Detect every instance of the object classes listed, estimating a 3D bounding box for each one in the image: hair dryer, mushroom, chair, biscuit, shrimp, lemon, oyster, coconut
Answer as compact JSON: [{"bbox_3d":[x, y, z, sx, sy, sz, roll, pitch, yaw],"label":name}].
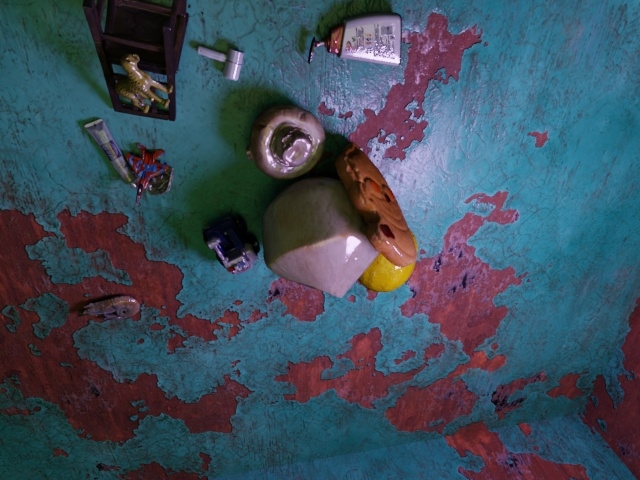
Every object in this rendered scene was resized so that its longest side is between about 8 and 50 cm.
[{"bbox_3d":[-0.298,-0.528,1.222,0.137,0.047,0.082,15,118,-15],"label":"hair dryer"},{"bbox_3d":[-0.110,-0.301,1.326,0.255,0.184,0.254,-15,133,-17],"label":"mushroom"},{"bbox_3d":[-0.462,-0.535,1.111,0.203,0.416,0.240,6,75,-17],"label":"chair"},{"bbox_3d":[0.188,-0.124,1.366,0.078,0.455,0.350,-30,162,20],"label":"biscuit"},{"bbox_3d":[-0.802,0.269,1.599,0.224,0.047,0.126,-12,133,-7],"label":"shrimp"},{"bbox_3d":[0.241,0.053,1.587,0.245,0.245,0.319,10,110,-19],"label":"lemon"},{"bbox_3d":[-0.530,-0.195,1.385,0.100,0.037,0.098,6,102,8],"label":"oyster"},{"bbox_3d":[0.000,0.000,1.394,0.415,0.415,0.344,-23,156,2],"label":"coconut"}]

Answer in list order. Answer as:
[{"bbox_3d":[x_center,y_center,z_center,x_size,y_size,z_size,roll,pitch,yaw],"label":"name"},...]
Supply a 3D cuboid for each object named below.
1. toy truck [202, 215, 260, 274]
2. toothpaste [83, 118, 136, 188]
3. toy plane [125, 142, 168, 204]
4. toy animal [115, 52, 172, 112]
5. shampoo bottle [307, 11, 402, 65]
[{"bbox_3d":[-0.313,0.029,1.482,0.161,0.177,0.213,-27,123,3],"label":"toy truck"},{"bbox_3d":[-0.640,-0.263,1.311,0.060,0.038,0.233,-24,121,-2],"label":"toothpaste"},{"bbox_3d":[-0.559,-0.205,1.335,0.130,0.061,0.189,15,99,-20],"label":"toy plane"},{"bbox_3d":[-0.471,-0.394,1.071,0.136,0.181,0.073,29,73,-43],"label":"toy animal"},{"bbox_3d":[0.101,-0.591,1.260,0.284,0.071,0.153,-7,125,-6],"label":"shampoo bottle"}]
